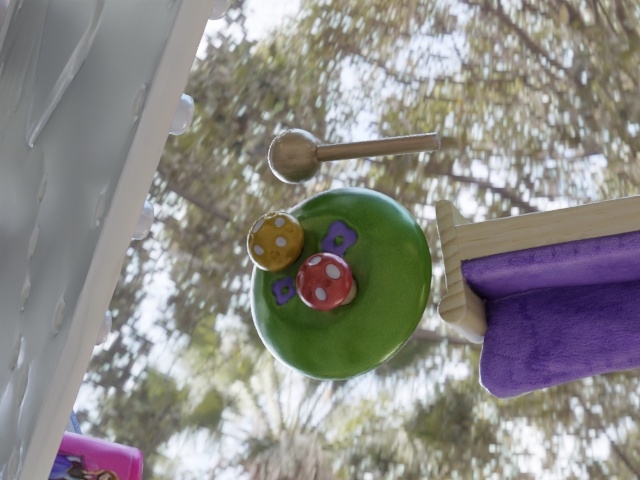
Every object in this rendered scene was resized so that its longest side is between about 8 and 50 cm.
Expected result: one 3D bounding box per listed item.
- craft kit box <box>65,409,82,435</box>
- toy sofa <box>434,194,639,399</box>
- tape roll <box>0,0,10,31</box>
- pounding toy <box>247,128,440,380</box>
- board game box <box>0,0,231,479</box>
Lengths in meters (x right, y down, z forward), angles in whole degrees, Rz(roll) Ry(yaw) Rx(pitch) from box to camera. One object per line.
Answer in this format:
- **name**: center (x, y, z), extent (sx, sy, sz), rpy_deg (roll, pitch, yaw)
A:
- **craft kit box**: center (-0.260, 0.155, 1.202), extent (0.061, 0.246, 0.250), rpy_deg (-25, -106, 5)
- **toy sofa**: center (0.295, 0.031, 1.371), extent (0.362, 0.150, 0.177), rpy_deg (-10, -104, 13)
- **tape roll**: center (-0.272, -0.076, 0.950), extent (0.072, 0.219, 0.219), rpy_deg (13, -61, 39)
- **pounding toy**: center (0.000, 0.000, 1.344), extent (0.183, 0.110, 0.237), rpy_deg (-1, -107, 30)
- **board game box**: center (-0.082, -0.098, 0.635), extent (0.050, 0.390, 0.390), rpy_deg (16, -75, -21)
